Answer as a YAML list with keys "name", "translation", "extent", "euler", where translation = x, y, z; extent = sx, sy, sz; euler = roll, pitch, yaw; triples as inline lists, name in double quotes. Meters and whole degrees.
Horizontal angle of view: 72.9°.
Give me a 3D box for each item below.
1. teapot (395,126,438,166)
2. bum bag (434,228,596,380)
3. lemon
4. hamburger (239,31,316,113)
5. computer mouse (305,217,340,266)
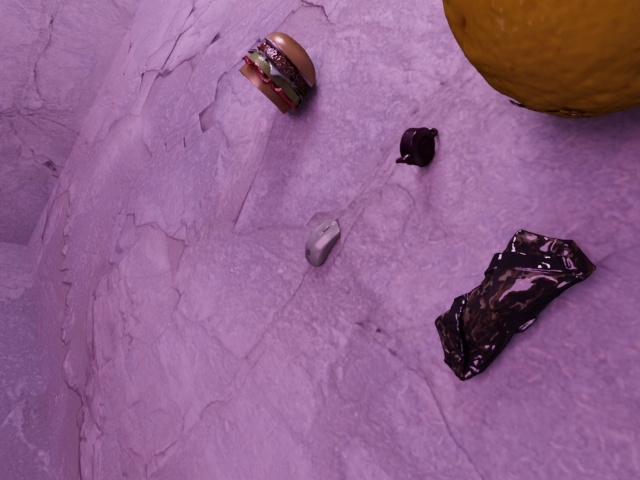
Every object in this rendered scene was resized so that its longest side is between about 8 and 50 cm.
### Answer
- name: "teapot"
  translation: [0.165, -0.163, 0.744]
  extent: [0.045, 0.068, 0.100]
  euler: [18, 55, 46]
- name: "bum bag"
  translation: [0.247, 0.086, 0.598]
  extent: [0.248, 0.069, 0.102]
  euler: [-51, 26, 23]
- name: "lemon"
  translation: [0.298, -0.325, 0.461]
  extent: [0.349, 0.387, 0.350]
  euler: [-25, 44, 27]
- name: "hamburger"
  translation: [-0.088, -0.383, 0.976]
  extent: [0.137, 0.175, 0.175]
  euler: [-46, 51, 7]
- name: "computer mouse"
  translation: [0.000, 0.000, 0.872]
  extent: [0.056, 0.032, 0.110]
  euler: [45, 109, 39]
